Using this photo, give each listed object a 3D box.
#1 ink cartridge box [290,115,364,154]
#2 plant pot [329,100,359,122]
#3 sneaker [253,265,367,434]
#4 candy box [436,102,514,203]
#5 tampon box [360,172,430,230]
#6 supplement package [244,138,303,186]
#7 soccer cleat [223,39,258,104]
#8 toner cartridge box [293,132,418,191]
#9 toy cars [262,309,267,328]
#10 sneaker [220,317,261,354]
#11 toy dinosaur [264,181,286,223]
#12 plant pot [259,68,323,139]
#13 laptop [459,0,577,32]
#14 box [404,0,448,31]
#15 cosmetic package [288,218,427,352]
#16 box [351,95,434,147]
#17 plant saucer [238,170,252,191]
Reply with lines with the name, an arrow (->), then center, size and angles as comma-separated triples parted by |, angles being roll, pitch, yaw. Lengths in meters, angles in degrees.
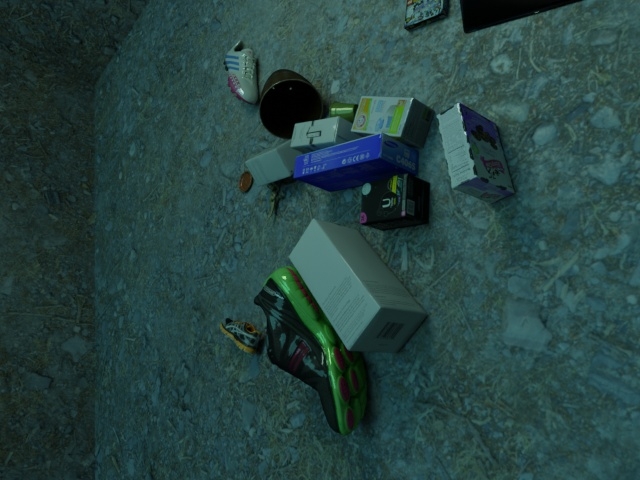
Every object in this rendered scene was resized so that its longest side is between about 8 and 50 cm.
ink cartridge box -> 0.030, -0.312, 1.639 | 0.203, 0.148, 0.085 | 4, 81, 47
plant pot -> 0.084, -0.404, 1.666 | 0.079, 0.083, 0.083 | 1, 80, 35
sneaker -> -0.030, 0.307, 1.456 | 0.202, 0.185, 0.482 | -37, 68, 24
candy box -> 0.364, -0.201, 1.234 | 0.070, 0.165, 0.196 | -27, 61, 42
tampon box -> 0.201, -0.101, 1.430 | 0.161, 0.101, 0.120 | -9, 72, 46
supplement package -> -0.155, -0.271, 1.832 | 0.179, 0.105, 0.105 | -10, 113, 45
soccer cleat -> -0.312, -0.694, 2.136 | 0.143, 0.116, 0.331 | -46, 49, 29
toner cartridge box -> 0.096, -0.219, 1.531 | 0.348, 0.165, 0.075 | -5, 76, 46
toy cars -> -0.082, 0.261, 1.647 | 0.394, 0.087, 0.176 | 28, 100, 47
sneaker -> -0.277, 0.322, 1.856 | 0.215, 0.084, 0.083 | 28, 87, 44
toy dinosaur -> -0.167, -0.149, 1.892 | 0.092, 0.053, 0.183 | -44, 41, 50
plant pot -> -0.117, -0.502, 1.832 | 0.215, 0.215, 0.230 | -51, 32, 25
laptop -> 0.550, -0.783, 1.306 | 0.382, 0.236, 0.407 | 3, 54, 47
box -> 0.308, -0.676, 1.528 | 0.137, 0.027, 0.093 | -3, 76, 47
cosmetic package -> 0.091, 0.116, 1.421 | 0.155, 0.197, 0.365 | -57, 43, 21
box -> 0.201, -0.338, 1.495 | 0.203, 0.103, 0.114 | 21, 94, 48
plant saucer -> -0.293, -0.231, 2.065 | 0.083, 0.013, 0.083 | -17, 67, 44
